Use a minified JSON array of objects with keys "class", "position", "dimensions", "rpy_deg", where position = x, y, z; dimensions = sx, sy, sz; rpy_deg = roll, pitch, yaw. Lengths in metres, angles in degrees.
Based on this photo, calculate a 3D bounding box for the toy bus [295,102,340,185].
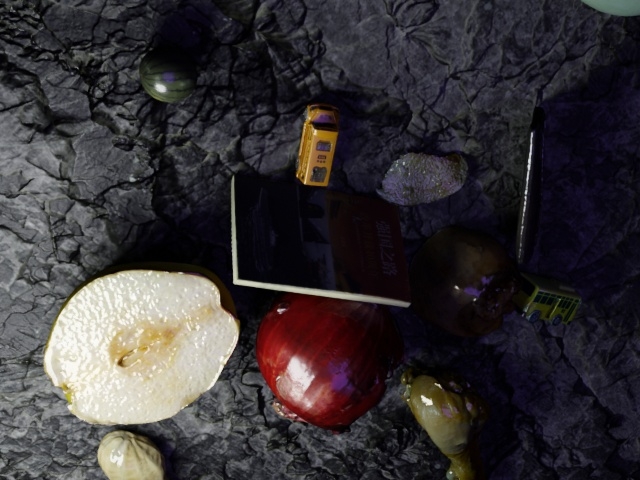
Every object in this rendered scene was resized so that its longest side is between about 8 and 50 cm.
[{"class":"toy bus","position":[-0.003,-0.196,1.852],"dimensions":[0.070,0.074,0.162],"rpy_deg":[4,113,-16]}]

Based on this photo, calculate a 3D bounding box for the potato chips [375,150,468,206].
[{"class":"potato chips","position":[0.220,-0.139,1.968],"dimensions":[0.209,0.026,0.142],"rpy_deg":[-33,111,-1]}]

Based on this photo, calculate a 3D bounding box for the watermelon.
[{"class":"watermelon","position":[-0.276,-0.313,1.709],"dimensions":[0.133,0.105,0.105],"rpy_deg":[-9,118,-38]}]

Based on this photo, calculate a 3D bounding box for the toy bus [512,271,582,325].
[{"class":"toy bus","position":[0.527,0.138,2.130],"dimensions":[0.175,0.088,0.101],"rpy_deg":[12,111,-35]}]

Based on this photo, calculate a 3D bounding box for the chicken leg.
[{"class":"chicken leg","position":[0.331,0.480,2.228],"dimensions":[0.201,0.152,0.429],"rpy_deg":[-16,125,5]}]

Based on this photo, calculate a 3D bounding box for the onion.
[{"class":"onion","position":[0.015,0.225,1.903],"dimensions":[0.341,0.341,0.341],"rpy_deg":[-6,115,-14]}]

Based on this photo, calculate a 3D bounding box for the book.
[{"class":"book","position":[0.000,0.000,1.854],"dimensions":[0.374,0.262,0.028],"rpy_deg":[8,142,-19]}]

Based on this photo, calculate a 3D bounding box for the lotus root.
[{"class":"lotus root","position":[0.341,0.111,2.040],"dimensions":[0.272,0.192,0.272],"rpy_deg":[-8,113,-21]}]

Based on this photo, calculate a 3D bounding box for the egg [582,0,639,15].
[{"class":"egg","position":[0.557,-0.601,1.719],"dimensions":[0.276,0.276,0.389],"rpy_deg":[-43,117,5]}]

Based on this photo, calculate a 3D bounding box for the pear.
[{"class":"pear","position":[-0.364,0.180,1.850],"dimensions":[0.387,0.191,0.340],"rpy_deg":[-26,114,-3]}]

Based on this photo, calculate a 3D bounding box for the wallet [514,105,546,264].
[{"class":"wallet","position":[0.463,-0.119,1.976],"dimensions":[0.044,0.170,0.321],"rpy_deg":[8,116,17]}]

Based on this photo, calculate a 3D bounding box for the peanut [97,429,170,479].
[{"class":"peanut","position":[-0.398,0.538,2.039],"dimensions":[0.130,0.130,0.290],"rpy_deg":[-24,120,-5]}]
